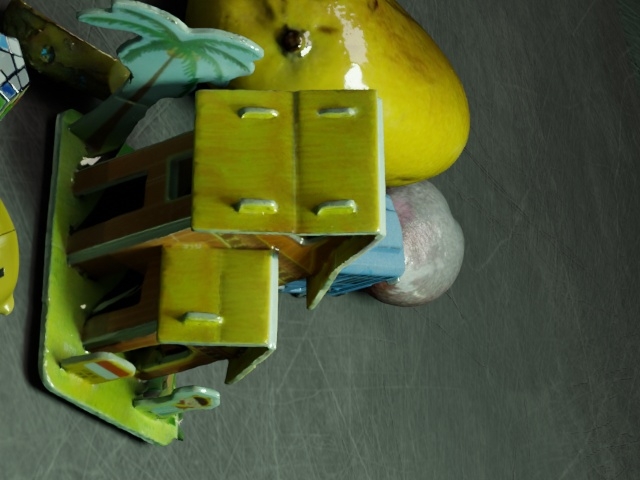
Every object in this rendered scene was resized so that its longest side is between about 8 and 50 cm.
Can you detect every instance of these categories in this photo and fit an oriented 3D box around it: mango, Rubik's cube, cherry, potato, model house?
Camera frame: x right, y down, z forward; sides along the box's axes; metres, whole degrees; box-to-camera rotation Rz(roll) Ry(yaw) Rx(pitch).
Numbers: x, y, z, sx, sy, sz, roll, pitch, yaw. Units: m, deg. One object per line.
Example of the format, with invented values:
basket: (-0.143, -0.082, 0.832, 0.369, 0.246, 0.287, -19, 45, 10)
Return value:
mango: (0.021, -0.192, 2.042, 0.301, 0.220, 0.445, 48, 10, 30)
Rubik's cube: (-0.312, -0.143, 1.560, 0.111, 0.093, 0.111, 35, 49, -52)
cherry: (0.099, 0.006, 2.191, 0.176, 0.140, 0.176, 21, 64, -49)
potato: (-0.234, -0.171, 1.733, 0.054, 0.119, 0.198, -61, 149, 0)
model house: (-0.110, -0.026, 1.620, 0.340, 0.324, 0.300, 38, 44, -49)

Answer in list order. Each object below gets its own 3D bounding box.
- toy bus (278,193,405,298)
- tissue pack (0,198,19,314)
toy bus: (0.000, 0.000, 2.016, 0.234, 0.134, 0.116, 5, 70, -61)
tissue pack: (-0.325, 0.021, 1.412, 0.178, 0.123, 0.127, -27, 100, -63)
